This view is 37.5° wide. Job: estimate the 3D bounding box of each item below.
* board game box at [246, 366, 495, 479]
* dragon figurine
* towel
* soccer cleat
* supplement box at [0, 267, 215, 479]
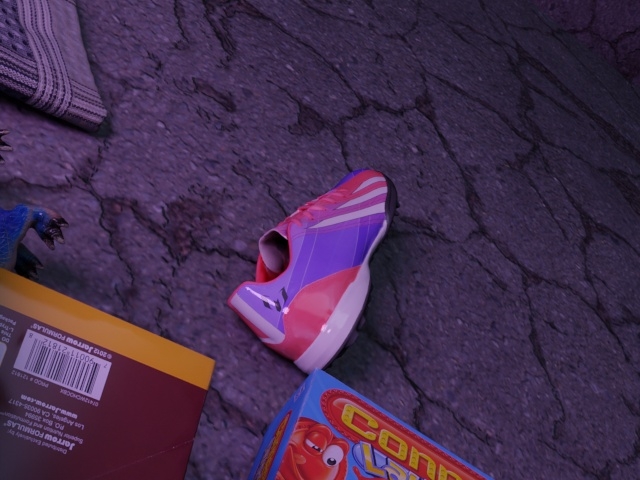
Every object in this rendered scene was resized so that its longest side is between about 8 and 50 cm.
[{"bbox_3d":[0.074,0.272,0.666,0.308,0.086,0.302,33,25,-4],"label":"board game box"},{"bbox_3d":[-0.285,-0.025,0.677,0.289,0.085,0.144,54,32,13],"label":"dragon figurine"},{"bbox_3d":[-0.343,-0.275,0.885,0.312,0.056,0.324,25,34,-46],"label":"towel"},{"bbox_3d":[0.000,0.000,0.963,0.116,0.109,0.318,34,35,-9],"label":"soccer cleat"},{"bbox_3d":[-0.187,0.132,0.507,0.191,0.129,0.194,28,58,-25],"label":"supplement box"}]
